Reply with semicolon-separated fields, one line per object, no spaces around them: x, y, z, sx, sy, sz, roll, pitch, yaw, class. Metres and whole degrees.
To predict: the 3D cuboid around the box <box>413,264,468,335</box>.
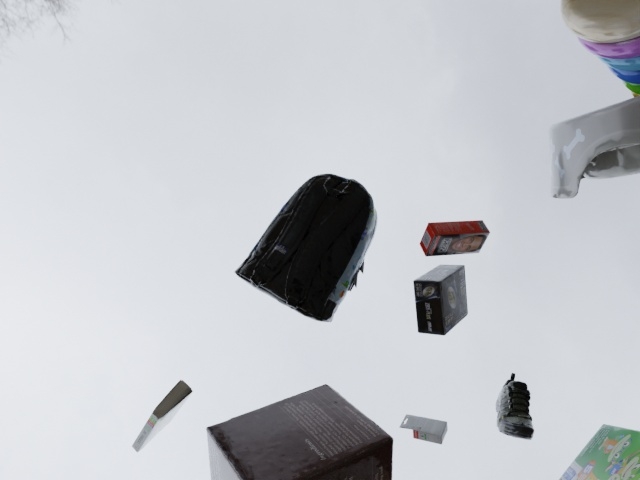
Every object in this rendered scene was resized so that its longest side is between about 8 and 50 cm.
0.331;0.157;1.414;0.180;0.077;0.148;-18;-75;-52;box

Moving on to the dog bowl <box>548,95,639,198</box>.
0.471;-0.153;0.682;0.348;0.348;0.102;-18;-86;-24;dog bowl

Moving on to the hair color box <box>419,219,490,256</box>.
0.306;-0.005;1.187;0.141;0.072;0.043;-4;-134;-16;hair color box

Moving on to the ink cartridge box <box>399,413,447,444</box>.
0.274;0.502;1.386;0.063;0.115;0.029;-34;-59;-56;ink cartridge box

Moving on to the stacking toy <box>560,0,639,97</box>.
0.424;-0.224;0.643;0.330;0.141;0.141;27;-113;-41;stacking toy

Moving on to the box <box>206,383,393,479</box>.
-0.028;0.332;0.713;0.203;0.167;0.169;-10;-71;-31;box

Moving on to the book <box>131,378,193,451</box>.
-0.321;0.354;1.044;0.035;0.144;0.096;40;-144;6;book

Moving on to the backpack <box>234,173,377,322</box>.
0.000;0.000;1.349;0.290;0.273;0.356;24;-89;24;backpack

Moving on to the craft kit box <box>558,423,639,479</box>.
0.348;0.348;0.645;0.061;0.247;0.250;41;-98;12;craft kit box

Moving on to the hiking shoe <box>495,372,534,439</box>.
0.501;0.425;1.347;0.086;0.227;0.114;7;-81;7;hiking shoe
